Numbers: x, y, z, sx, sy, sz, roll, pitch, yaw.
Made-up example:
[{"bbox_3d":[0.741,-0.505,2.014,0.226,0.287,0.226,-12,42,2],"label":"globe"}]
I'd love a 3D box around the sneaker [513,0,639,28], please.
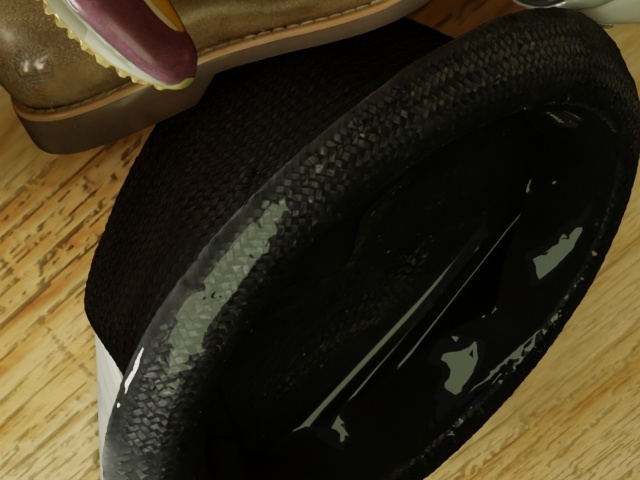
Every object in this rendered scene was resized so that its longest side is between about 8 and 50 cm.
[{"bbox_3d":[0.227,-0.233,0.905,0.146,0.122,0.330,11,132,-44],"label":"sneaker"}]

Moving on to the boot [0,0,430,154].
[{"bbox_3d":[-0.024,-0.154,0.874,0.305,0.112,0.115,-26,125,3],"label":"boot"}]

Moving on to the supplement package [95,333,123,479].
[{"bbox_3d":[-0.068,0.123,1.114,0.105,0.105,0.179,-12,136,-17],"label":"supplement package"}]

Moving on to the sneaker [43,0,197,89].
[{"bbox_3d":[-0.100,-0.150,0.802,0.084,0.069,0.185,-39,94,9],"label":"sneaker"}]

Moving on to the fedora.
[{"bbox_3d":[0.000,0.000,0.952,0.334,0.152,0.334,-29,143,-25],"label":"fedora"}]
